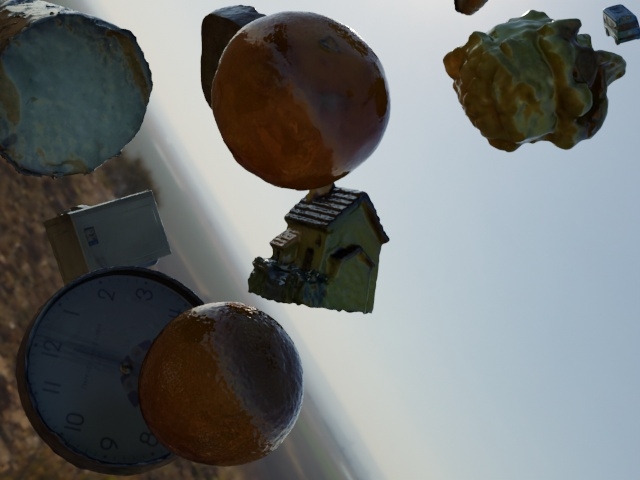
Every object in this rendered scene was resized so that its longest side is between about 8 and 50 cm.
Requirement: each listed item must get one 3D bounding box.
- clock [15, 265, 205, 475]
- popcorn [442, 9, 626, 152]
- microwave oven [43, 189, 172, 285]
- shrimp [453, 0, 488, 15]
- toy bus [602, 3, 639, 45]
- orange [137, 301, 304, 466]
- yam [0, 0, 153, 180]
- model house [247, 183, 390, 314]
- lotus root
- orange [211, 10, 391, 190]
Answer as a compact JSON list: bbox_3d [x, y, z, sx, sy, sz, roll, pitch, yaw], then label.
[{"bbox_3d":[-0.285,0.186,1.504,0.312,0.312,0.061,59,-28,5],"label":"clock"},{"bbox_3d":[0.310,-0.242,1.522,0.255,0.256,0.195,15,-58,30],"label":"popcorn"},{"bbox_3d":[-0.436,-0.003,2.090,0.129,0.205,0.163,-11,-83,47],"label":"microwave oven"},{"bbox_3d":[0.340,-0.579,2.111,0.173,0.058,0.253,-98,-153,-42],"label":"shrimp"},{"bbox_3d":[0.462,-0.333,1.570,0.083,0.038,0.046,-93,168,-63],"label":"toy bus"},{"bbox_3d":[-0.117,0.170,1.199,0.206,0.206,0.206,59,-4,6],"label":"orange"},{"bbox_3d":[-0.328,-0.183,1.197,0.300,0.195,0.195,28,-29,58],"label":"yam"},{"bbox_3d":[0.000,0.000,1.619,0.194,0.170,0.211,-165,-94,-66],"label":"model house"},{"bbox_3d":[-0.168,-0.385,2.504,0.375,0.111,0.390,-5,-65,58],"label":"lotus root"},{"bbox_3d":[-0.028,-0.200,1.457,0.261,0.261,0.261,59,-4,6],"label":"orange"}]
